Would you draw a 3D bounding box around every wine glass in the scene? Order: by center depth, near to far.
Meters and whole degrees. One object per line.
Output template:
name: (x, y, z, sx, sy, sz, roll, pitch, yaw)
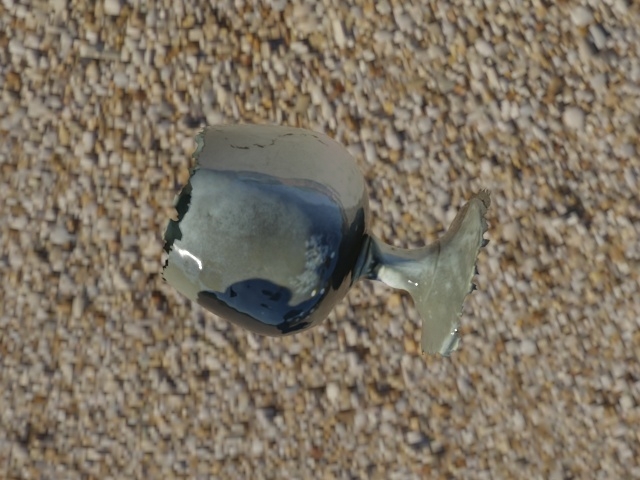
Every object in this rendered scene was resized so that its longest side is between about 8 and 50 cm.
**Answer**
wine glass: (0.000, 0.000, 1.537, 0.323, 0.238, 0.238, 19, 119, -9)
